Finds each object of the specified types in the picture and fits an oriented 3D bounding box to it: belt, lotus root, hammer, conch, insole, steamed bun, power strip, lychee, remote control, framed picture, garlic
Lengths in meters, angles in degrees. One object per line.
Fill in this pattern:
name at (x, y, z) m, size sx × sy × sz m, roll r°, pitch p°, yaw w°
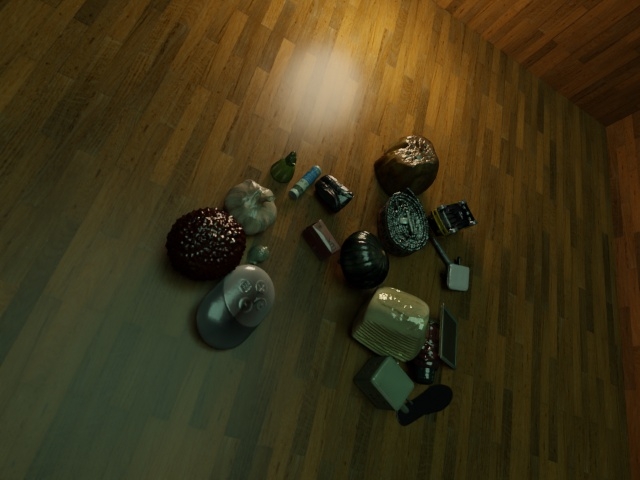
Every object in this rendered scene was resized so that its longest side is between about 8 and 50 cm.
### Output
belt at (0.370, -0.074, 1.949) m, size 0.207 × 0.160 × 0.294 m, roll -11°, pitch 76°, yaw -13°
lotus root at (0.418, -0.383, 2.053) m, size 0.316 × 0.250 × 0.316 m, roll 6°, pitch 67°, yaw -15°
hammer at (0.546, -0.013, 2.084) m, size 0.152 × 0.044 × 0.426 m, roll -33°, pitch 89°, yaw -33°
conch at (-0.240, 0.050, 1.642) m, size 0.076 × 0.056 × 0.085 m, roll 40°, pitch 58°, yaw 5°
insole at (0.449, 0.696, 1.802) m, size 0.322 × 0.007 × 0.109 m, roll -13°, pitch 77°, yaw -30°
steamed bun at (0.299, 0.300, 1.714) m, size 0.291 × 0.273 × 0.272 m, roll 21°, pitch 47°, yaw 0°
power strip at (0.269, 0.582, 1.671) m, size 0.224 × 0.140 × 0.139 m, roll 50°, pitch 57°, yaw -5°
lychee at (-0.390, 0.014, 1.468) m, size 0.265 × 0.300 × 0.264 m, roll -1°, pitch 87°, yaw 14°
remote control at (-0.296, 0.233, 1.510) m, size 0.332 × 0.104 × 0.221 m, roll -48°, pitch 112°, yaw -30°
framed picture at (0.559, 0.427, 1.856) m, size 0.296 × 0.019 × 0.232 m, roll 42°, pitch 51°, yaw -52°
garlic at (-0.246, -0.142, 1.615) m, size 0.219 × 0.212 × 0.218 m, roll 11°, pitch 69°, yaw -31°

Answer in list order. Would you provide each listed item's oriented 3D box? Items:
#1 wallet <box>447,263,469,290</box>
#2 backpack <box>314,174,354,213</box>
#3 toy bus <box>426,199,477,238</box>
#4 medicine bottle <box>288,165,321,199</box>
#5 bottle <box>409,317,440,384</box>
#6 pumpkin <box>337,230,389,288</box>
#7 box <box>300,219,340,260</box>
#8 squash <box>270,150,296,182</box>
wallet at (0.665, 0.180, 2.053) m, size 0.183 × 0.032 × 0.124 m, roll 10°, pitch 84°, yaw -41°
backpack at (0.054, -0.207, 1.858) m, size 0.120 × 0.106 × 0.165 m, roll -38°, pitch 75°, yaw -11°
toy bus at (0.623, -0.095, 2.054) m, size 0.331 × 0.151 × 0.145 m, roll -15°, pitch 78°, yaw -46°
medicine bottle at (-0.066, -0.253, 1.841) m, size 0.051 × 0.051 × 0.191 m, roll 44°, pitch 58°, yaw -8°
bottle at (0.442, 0.474, 1.805) m, size 0.156 × 0.143 × 0.271 m, roll 52°, pitch 43°, yaw -51°
pumpkin at (0.171, 0.080, 1.755) m, size 0.250 × 0.216 × 0.249 m, roll -2°, pitch 90°, yaw -69°
box at (0.000, 0.000, 1.752) m, size 0.060 × 0.111 × 0.156 m, roll -36°, pitch 93°, yaw -33°
squash at (-0.137, -0.315, 1.776) m, size 0.105 × 0.132 × 0.105 m, roll 11°, pitch 66°, yaw -25°
